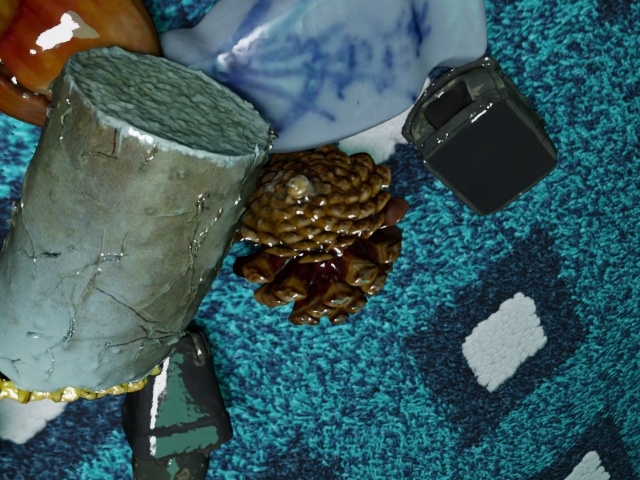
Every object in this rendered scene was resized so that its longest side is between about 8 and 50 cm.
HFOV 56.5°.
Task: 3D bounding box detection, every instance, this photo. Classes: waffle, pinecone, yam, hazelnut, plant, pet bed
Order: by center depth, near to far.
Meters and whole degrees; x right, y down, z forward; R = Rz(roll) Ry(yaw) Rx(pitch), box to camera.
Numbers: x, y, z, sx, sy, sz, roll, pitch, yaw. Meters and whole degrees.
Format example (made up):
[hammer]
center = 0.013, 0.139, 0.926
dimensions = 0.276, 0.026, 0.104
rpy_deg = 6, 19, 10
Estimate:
[yam]
center = -0.208, -0.016, 0.625
dimensions = 0.241, 0.241, 0.348
rpy_deg = 12, 129, -31
[hazelnut]
center = -0.280, -0.207, 0.633
dimensions = 0.181, 0.212, 0.180
rpy_deg = -31, 102, -63
[waffle]
center = -0.340, 0.167, 0.737
dimensions = 0.232, 0.229, 0.051
rpy_deg = 14, 77, -63
[pinecone]
center = -0.010, 0.001, 0.842
dimensions = 0.264, 0.264, 0.264
rpy_deg = -11, 115, -24
[plant]
center = -0.215, 0.254, 0.882
dimensions = 0.142, 0.164, 0.256
rpy_deg = -1, 100, -28
[pet bed]
center = 0.255, -0.174, 0.963
dimensions = 0.211, 0.159, 0.183
rpy_deg = 33, 119, -33

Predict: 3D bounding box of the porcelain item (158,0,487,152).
[porcelain item]
center = 0.005, -0.248, 0.773
dimensions = 0.405, 0.178, 0.242
rpy_deg = -25, 122, -12
